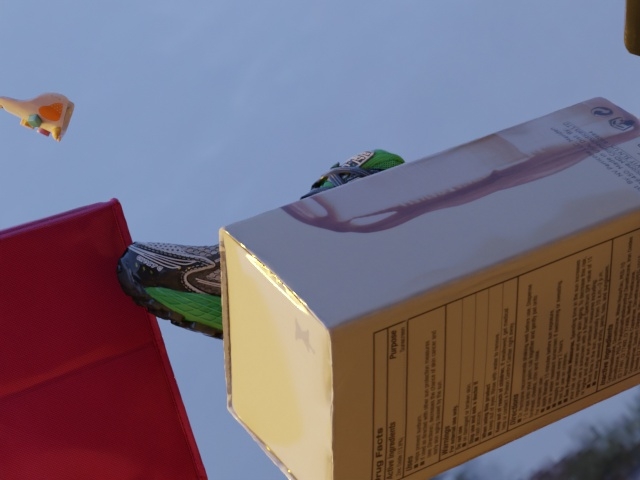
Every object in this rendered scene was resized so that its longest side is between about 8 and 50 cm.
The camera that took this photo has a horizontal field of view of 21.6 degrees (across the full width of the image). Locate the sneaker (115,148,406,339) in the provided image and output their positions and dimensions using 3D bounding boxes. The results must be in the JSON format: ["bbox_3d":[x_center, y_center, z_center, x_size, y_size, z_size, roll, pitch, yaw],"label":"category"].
[{"bbox_3d":[0.000,0.000,1.353,0.343,0.146,0.134,-7,12,-23],"label":"sneaker"}]

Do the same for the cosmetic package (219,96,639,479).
[{"bbox_3d":[0.095,0.034,1.050,0.296,0.129,0.153,-19,-51,-28],"label":"cosmetic package"}]

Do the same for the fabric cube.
[{"bbox_3d":[-0.293,0.129,1.401,0.258,0.259,0.254,-20,4,-32],"label":"fabric cube"}]

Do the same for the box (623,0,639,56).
[{"bbox_3d":[0.256,-0.319,0.862,0.318,0.097,0.395,-59,-23,-25],"label":"box"}]

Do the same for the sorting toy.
[{"bbox_3d":[-0.291,-0.131,1.692,0.083,0.075,0.045,-175,101,-86],"label":"sorting toy"}]
